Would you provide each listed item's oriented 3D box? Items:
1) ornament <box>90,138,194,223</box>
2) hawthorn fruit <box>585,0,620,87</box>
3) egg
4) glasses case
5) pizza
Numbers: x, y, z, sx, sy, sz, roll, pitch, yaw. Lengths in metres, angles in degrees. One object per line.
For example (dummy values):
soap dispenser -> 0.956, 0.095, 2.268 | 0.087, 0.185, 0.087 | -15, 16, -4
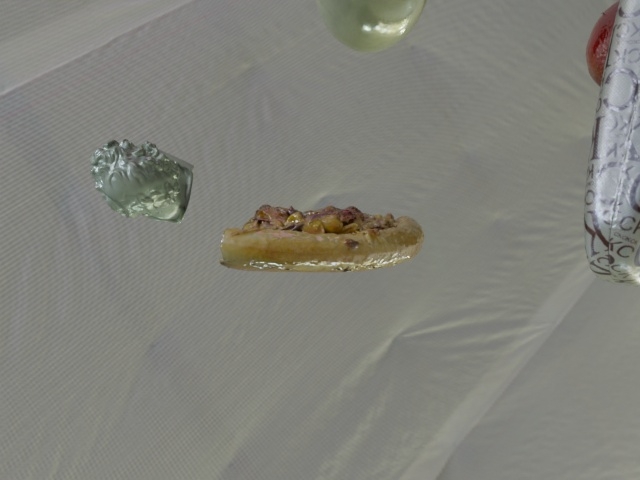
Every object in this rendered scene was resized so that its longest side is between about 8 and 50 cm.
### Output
ornament -> -0.269, -0.090, 1.293 | 0.130, 0.285, 0.120 | 23, -89, 7
hawthorn fruit -> 0.529, -0.324, 1.309 | 0.169, 0.169, 0.188 | -1, -59, -36
egg -> 0.093, -0.477, 1.444 | 0.219, 0.219, 0.269 | -5, -64, -37
glasses case -> 0.303, -0.134, 0.717 | 0.137, 0.085, 0.355 | 15, -93, -55
pizza -> 0.000, 0.000, 1.291 | 0.408, 0.277, 0.114 | 0, -84, -34
